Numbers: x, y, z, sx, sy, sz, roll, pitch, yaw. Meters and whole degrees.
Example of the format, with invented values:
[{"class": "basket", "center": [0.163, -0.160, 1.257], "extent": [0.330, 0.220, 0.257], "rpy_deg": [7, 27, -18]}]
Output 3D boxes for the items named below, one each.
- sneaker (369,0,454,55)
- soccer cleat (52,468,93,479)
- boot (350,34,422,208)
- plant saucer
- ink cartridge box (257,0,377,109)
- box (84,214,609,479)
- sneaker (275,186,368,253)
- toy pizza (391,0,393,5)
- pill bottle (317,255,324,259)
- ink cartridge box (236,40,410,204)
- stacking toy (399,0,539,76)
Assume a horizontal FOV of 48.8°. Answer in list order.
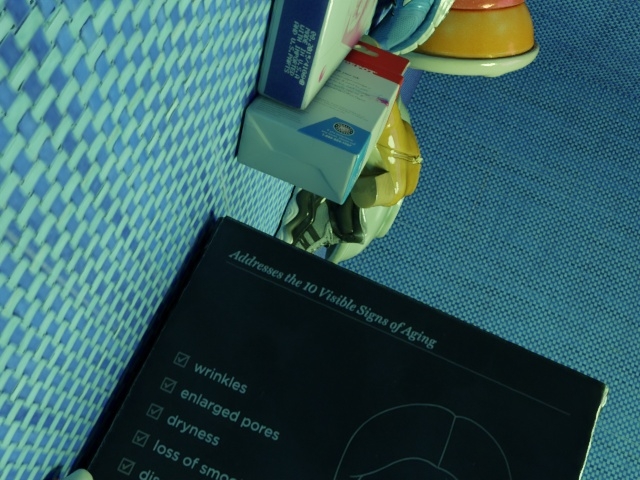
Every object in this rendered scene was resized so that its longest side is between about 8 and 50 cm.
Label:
[{"class": "sneaker", "center": [0.174, -0.471, 1.260], "extent": [0.330, 0.147, 0.129], "rpy_deg": [-47, -151, 47]}, {"class": "soccer cleat", "center": [-0.240, 0.292, 0.597], "extent": [0.068, 0.076, 0.196], "rpy_deg": [106, 9, -53]}, {"class": "boot", "center": [0.107, -0.205, 1.227], "extent": [0.211, 0.104, 0.294], "rpy_deg": [-29, 118, -60]}, {"class": "plant saucer", "center": [0.123, -0.120, 1.524], "extent": [0.400, 0.101, 0.400], "rpy_deg": [-160, -90, -86]}, {"class": "ink cartridge box", "center": [0.049, -0.354, 0.758], "extent": [0.330, 0.072, 0.324], "rpy_deg": [-59, 171, -45]}, {"class": "box", "center": [-0.003, 0.303, 0.822], "extent": [0.297, 0.480, 0.471], "rpy_deg": [103, 12, -70]}, {"class": "sneaker", "center": [0.000, 0.000, 1.299], "extent": [0.101, 0.153, 0.268], "rpy_deg": [-47, 159, -76]}, {"class": "toy pizza", "center": [0.178, -0.544, 1.404], "extent": [0.201, 0.032, 0.201], "rpy_deg": [24, 90, -85]}, {"class": "pill bottle", "center": [-0.030, 0.093, 1.599], "extent": [0.215, 0.117, 0.117], "rpy_deg": [7, 106, -84]}, {"class": "ink cartridge box", "center": [0.011, -0.158, 0.841], "extent": [0.231, 0.134, 0.078], "rpy_deg": [-60, 171, -46]}, {"class": "stacking toy", "center": [0.342, -0.639, 1.596], "extent": [0.350, 0.351, 0.479], "rpy_deg": [-58, 153, -57]}]
